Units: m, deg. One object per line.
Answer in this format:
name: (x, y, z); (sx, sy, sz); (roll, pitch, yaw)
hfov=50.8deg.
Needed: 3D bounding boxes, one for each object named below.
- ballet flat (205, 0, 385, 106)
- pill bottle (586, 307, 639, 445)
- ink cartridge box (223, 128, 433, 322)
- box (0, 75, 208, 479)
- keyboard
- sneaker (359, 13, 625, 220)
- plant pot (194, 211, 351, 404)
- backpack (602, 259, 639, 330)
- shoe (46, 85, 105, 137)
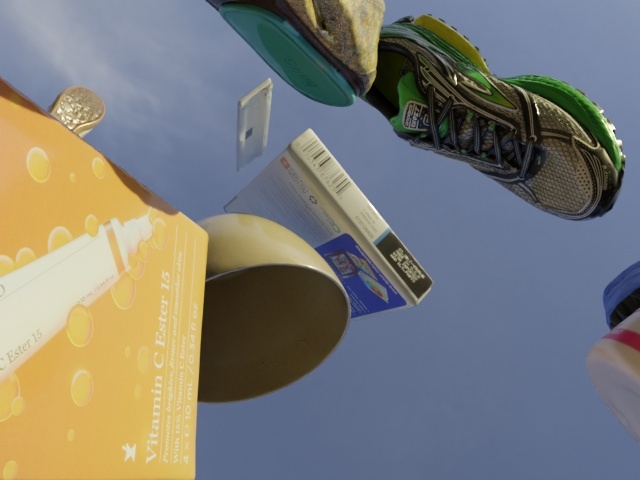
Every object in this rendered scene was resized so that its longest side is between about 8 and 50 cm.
ballet flat: (-0.049, -0.206, 0.462); (0.123, 0.349, 0.123); (-7, -105, 27)
pill bottle: (0.380, 0.069, 0.552); (0.283, 0.160, 0.160); (-37, -116, -5)
ink cartridge box: (0.000, 0.000, 1.116); (0.072, 0.307, 0.303); (-44, -82, -25)
box: (-0.224, 0.044, 0.428); (0.169, 0.345, 0.214); (-6, -110, 16)
keyboard: (-0.122, -0.199, 1.206); (0.072, 0.256, 0.014); (-36, -102, -18)
sneaker: (0.158, -0.123, 0.725); (0.344, 0.134, 0.146); (38, -135, 27)
plant pot: (-0.121, 0.069, 0.955); (0.284, 0.284, 0.190); (-22, -132, -2)
backpack: (0.368, 0.078, 0.729); (0.120, 0.098, 0.101); (32, -152, -5)
shoe: (-0.424, -0.192, 1.109); (0.058, 0.076, 0.219); (-32, -157, 25)
